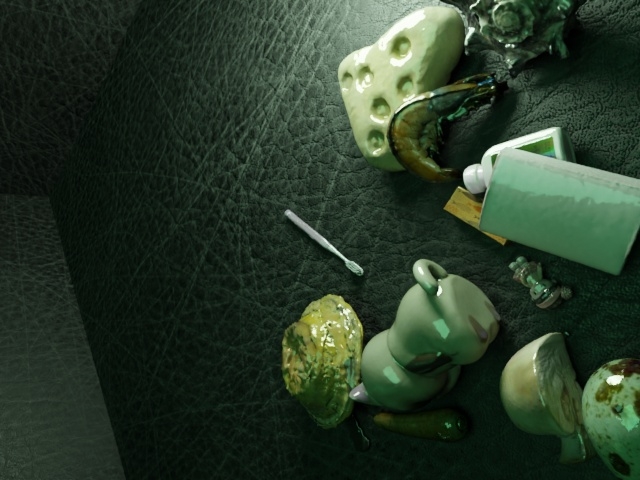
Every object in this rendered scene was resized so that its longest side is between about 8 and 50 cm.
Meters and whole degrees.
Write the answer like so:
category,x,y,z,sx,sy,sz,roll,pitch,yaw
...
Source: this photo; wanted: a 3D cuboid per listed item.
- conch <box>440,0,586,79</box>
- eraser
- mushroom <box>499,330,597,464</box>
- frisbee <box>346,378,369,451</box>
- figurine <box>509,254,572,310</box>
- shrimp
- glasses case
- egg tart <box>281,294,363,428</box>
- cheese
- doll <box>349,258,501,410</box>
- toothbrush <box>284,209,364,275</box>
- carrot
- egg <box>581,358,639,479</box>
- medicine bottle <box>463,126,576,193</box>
category,x,y,z,sx,sy,sz,roll,pitch,yaw
conch,0.371,-0.468,1.047,0.186,0.240,0.313,-43,58,6
eraser,0.454,-0.059,0.995,0.270,0.094,0.174,21,119,26
mushroom,0.404,0.312,1.010,0.162,0.173,0.236,-35,60,44
frisbee,0.080,0.449,1.428,0.211,0.012,0.188,37,112,38
figurine,0.449,0.084,1.076,0.072,0.054,0.129,-44,52,16
shrimp,0.302,-0.245,1.187,0.290,0.054,0.222,-26,101,14
glasses case,0.361,-0.054,1.169,0.170,0.041,0.065,39,102,38
egg tart,-0.010,0.314,1.386,0.352,0.149,0.352,-27,59,58
cheese,0.210,-0.345,1.268,0.351,0.129,0.329,-18,79,42
doll,0.234,0.229,1.155,0.226,0.215,0.370,30,121,10
toothbrush,0.000,0.000,1.513,0.354,0.029,0.024,40,101,38
carrot,0.219,0.441,1.267,0.298,0.078,0.078,-18,76,48
egg,0.541,0.317,0.895,0.169,0.169,0.231,-9,91,43
medicine bottle,0.411,-0.152,1.099,0.219,0.078,0.115,-14,90,42
